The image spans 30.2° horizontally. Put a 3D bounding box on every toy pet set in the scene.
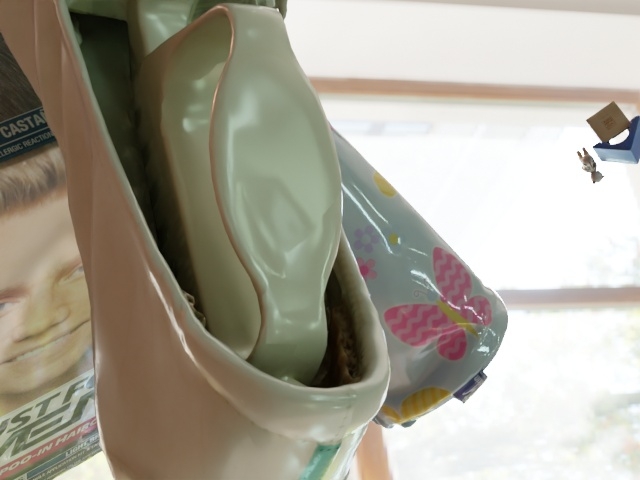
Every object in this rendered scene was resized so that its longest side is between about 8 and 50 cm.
[{"bbox_3d":[0.353,-0.110,1.348,0.065,0.122,0.114,61,12,29],"label":"toy pet set"}]

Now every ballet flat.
[{"bbox_3d":[-0.054,-0.078,0.487,0.139,0.139,0.400,119,-41,-57],"label":"ballet flat"}]

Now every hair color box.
[{"bbox_3d":[-0.186,0.028,0.690,0.105,0.174,0.347,48,-32,24],"label":"hair color box"}]

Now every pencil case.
[{"bbox_3d":[0.000,0.000,0.794,0.124,0.273,0.113,-43,-169,6],"label":"pencil case"}]
